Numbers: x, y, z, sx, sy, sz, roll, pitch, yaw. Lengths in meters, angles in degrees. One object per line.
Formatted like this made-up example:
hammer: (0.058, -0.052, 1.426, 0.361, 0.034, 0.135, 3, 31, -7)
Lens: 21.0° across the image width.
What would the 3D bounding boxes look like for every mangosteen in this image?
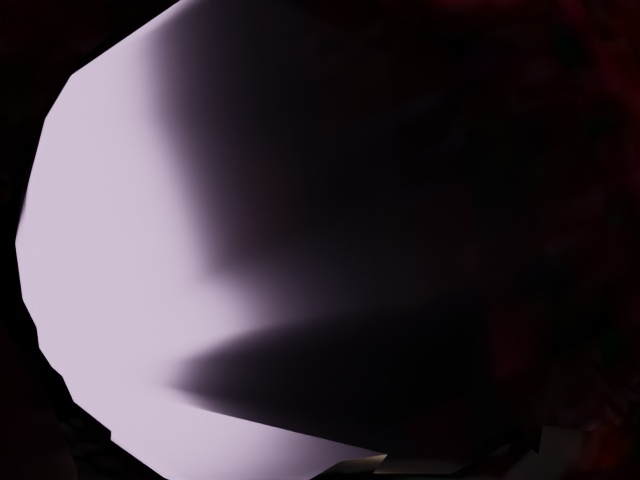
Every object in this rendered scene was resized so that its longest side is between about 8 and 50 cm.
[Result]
mangosteen: (-0.008, -0.001, 0.502, 0.421, 0.381, 0.381, -20, 136, 0)
